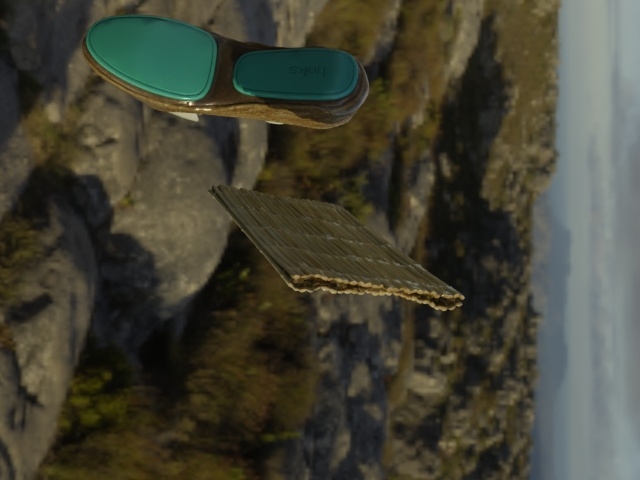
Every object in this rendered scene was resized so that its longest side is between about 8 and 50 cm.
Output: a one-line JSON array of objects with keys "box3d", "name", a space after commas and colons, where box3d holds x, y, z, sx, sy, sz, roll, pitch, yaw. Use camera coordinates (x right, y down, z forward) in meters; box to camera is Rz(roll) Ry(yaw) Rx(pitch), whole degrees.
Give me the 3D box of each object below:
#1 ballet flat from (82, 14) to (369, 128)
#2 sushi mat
[{"box3d": [-0.111, -0.189, 1.263, 0.124, 0.342, 0.116, 82, 15, -68], "name": "ballet flat"}, {"box3d": [0.000, 0.000, 0.959, 0.316, 0.151, 0.019, -138, -120, -66], "name": "sushi mat"}]
